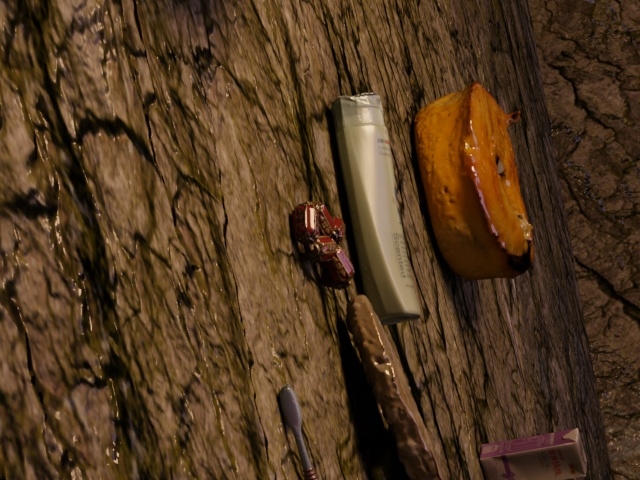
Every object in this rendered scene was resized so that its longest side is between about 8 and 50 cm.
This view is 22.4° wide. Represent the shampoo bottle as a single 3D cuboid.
[{"bbox_3d":[0.050,-0.029,1.480,0.072,0.049,0.212,14,64,-69],"label":"shampoo bottle"}]

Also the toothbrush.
[{"bbox_3d":[0.000,0.195,1.166,0.019,0.013,0.193,-72,147,-79],"label":"toothbrush"}]

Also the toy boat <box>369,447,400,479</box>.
[{"bbox_3d":[0.066,0.239,1.376,0.063,0.016,0.115,-37,114,-74],"label":"toy boat"}]

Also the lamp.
[{"bbox_3d":[0.000,0.000,1.308,0.083,0.031,0.063,42,36,-61],"label":"lamp"}]

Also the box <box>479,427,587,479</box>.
[{"bbox_3d":[0.244,0.251,1.848,0.036,0.117,0.050,-67,140,-63],"label":"box"}]

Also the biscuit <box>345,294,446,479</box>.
[{"bbox_3d":[0.079,0.171,1.392,0.133,0.032,0.250,-110,178,-52],"label":"biscuit"}]

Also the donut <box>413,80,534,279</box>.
[{"bbox_3d":[0.189,-0.067,1.918,0.253,0.118,0.253,-11,90,-78],"label":"donut"}]
